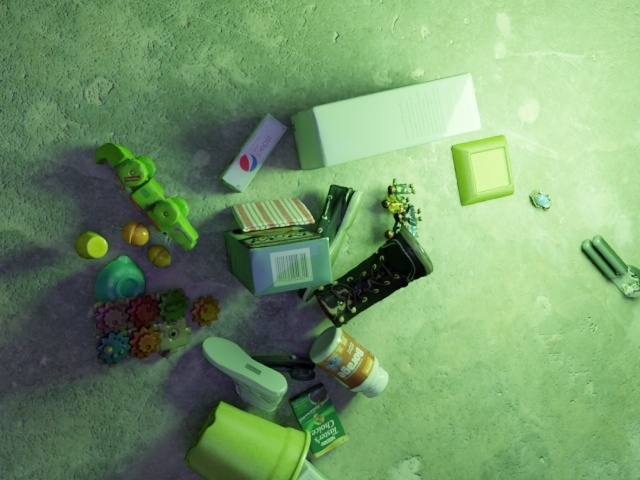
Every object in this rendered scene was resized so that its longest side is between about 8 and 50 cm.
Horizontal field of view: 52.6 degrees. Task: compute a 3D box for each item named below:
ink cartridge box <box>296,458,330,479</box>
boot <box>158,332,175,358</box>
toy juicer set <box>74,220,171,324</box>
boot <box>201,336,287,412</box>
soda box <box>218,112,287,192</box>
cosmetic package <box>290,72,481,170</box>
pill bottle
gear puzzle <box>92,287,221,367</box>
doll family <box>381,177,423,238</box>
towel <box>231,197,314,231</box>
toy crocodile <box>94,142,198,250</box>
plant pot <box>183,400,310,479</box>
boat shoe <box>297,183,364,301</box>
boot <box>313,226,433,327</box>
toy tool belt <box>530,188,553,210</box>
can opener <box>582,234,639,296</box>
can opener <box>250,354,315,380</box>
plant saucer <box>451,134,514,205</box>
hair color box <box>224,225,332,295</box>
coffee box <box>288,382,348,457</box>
[{"bbox_3d":[-0.074,0.780,1.800,0.211,0.121,0.289,45,81,-15],"label":"ink cartridge box"},{"bbox_3d":[-0.428,0.278,1.705,0.118,0.042,0.087,-40,105,-11],"label":"boot"},{"bbox_3d":[-0.477,0.103,1.668,0.209,0.089,0.329,-29,112,-34],"label":"toy juicer set"},{"bbox_3d":[-0.219,0.371,1.747,0.258,0.095,0.123,31,128,10],"label":"boot"},{"bbox_3d":[-0.181,-0.232,1.730,0.069,0.074,0.216,35,83,-16],"label":"soda box"},{"bbox_3d":[0.170,-0.318,1.751,0.453,0.230,0.161,-15,98,-15],"label":"cosmetic package"},{"bbox_3d":[0.085,0.346,1.820,0.216,0.121,0.121,40,82,-17],"label":"pill bottle"},{"bbox_3d":[-0.403,0.216,1.652,0.339,0.044,0.175,-8,103,-35],"label":"gear puzzle"},{"bbox_3d":[0.225,-0.078,1.850,0.111,0.076,0.193,-6,74,-36],"label":"doll family"},{"bbox_3d":[-0.129,-0.066,1.725,0.197,0.144,0.029,-8,117,-16],"label":"towel"},{"bbox_3d":[-0.433,-0.111,1.643,0.105,0.115,0.340,-36,101,8],"label":"toy crocodile"},{"bbox_3d":[-0.204,0.559,1.694,0.254,0.276,0.276,33,84,-5],"label":"plant pot"},{"bbox_3d":[-0.001,-0.001,1.784,0.113,0.127,0.340,26,95,12],"label":"boat shoe"},{"bbox_3d":[0.131,0.105,1.707,0.284,0.377,0.138,-32,85,-7],"label":"boot"},{"bbox_3d":[0.694,-0.123,2.013,0.083,0.051,0.052,44,81,-15],"label":"toy tool belt"},{"bbox_3d":[0.957,0.082,2.107,0.280,0.074,0.093,41,47,-17],"label":"can opener"},{"bbox_3d":[-0.103,0.344,1.800,0.186,0.073,0.059,11,98,-8],"label":"can opener"},{"bbox_3d":[0.502,-0.213,1.953,0.188,0.045,0.188,-13,97,-16],"label":"plant saucer"},{"bbox_3d":[-0.117,0.036,1.608,0.185,0.374,0.113,-8,99,-16],"label":"hair color box"},{"bbox_3d":[-0.005,0.512,1.847,0.113,0.040,0.184,-24,100,-14],"label":"coffee box"}]
